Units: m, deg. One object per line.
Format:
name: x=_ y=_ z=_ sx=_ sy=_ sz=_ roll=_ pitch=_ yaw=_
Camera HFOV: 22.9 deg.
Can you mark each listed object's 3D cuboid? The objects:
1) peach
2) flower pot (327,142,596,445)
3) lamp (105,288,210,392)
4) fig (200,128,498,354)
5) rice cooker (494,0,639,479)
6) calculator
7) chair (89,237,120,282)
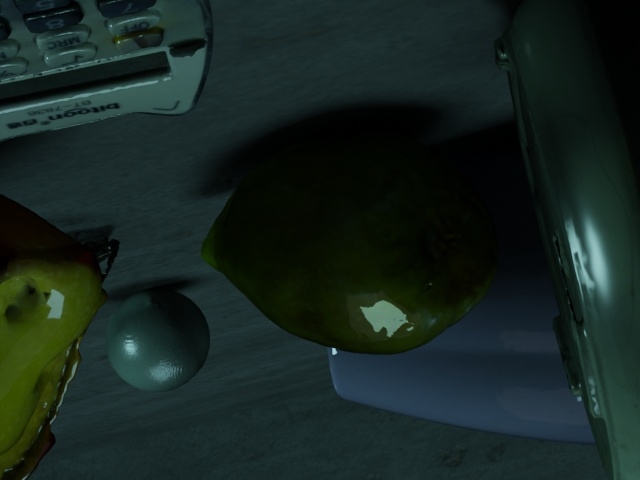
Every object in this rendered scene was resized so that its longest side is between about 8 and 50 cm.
peach: x=-0.278 y=0.091 z=0.944 sx=0.338 sy=0.281 sz=0.281 roll=-18 pitch=168 yaw=20
flower pot: x=0.132 y=0.040 z=1.280 sx=0.243 sy=0.265 sz=0.265 roll=-1 pitch=171 yaw=11
lamp: x=-0.160 y=0.098 z=1.550 sx=0.105 sy=0.105 sz=0.105 roll=-12 pitch=169 yaw=-2
fig: x=0.010 y=-0.011 z=1.131 sx=0.233 sy=0.167 sz=0.167 roll=26 pitch=-171 yaw=28
rice cooker: x=0.284 y=-0.021 z=0.873 sx=0.325 sy=0.335 sz=0.335 roll=-14 pitch=169 yaw=5
calculator: x=-0.140 y=-0.101 z=0.743 sx=0.177 sy=0.040 sz=0.268 roll=-12 pitch=168 yaw=-3
chair: x=-0.253 y=0.074 z=1.247 sx=0.213 sy=0.149 sz=0.174 roll=-10 pitch=168 yaw=-31
